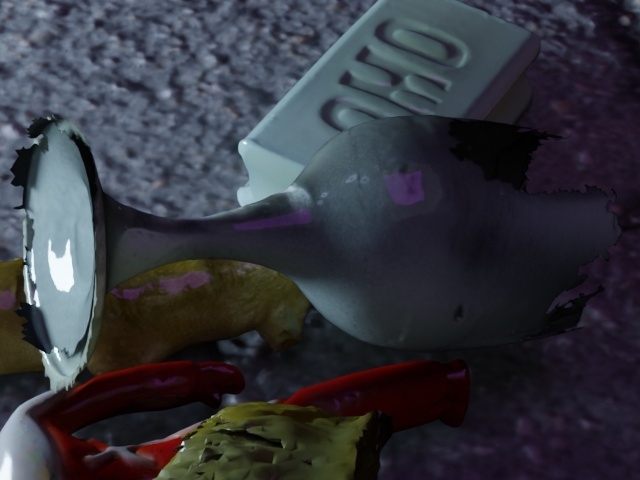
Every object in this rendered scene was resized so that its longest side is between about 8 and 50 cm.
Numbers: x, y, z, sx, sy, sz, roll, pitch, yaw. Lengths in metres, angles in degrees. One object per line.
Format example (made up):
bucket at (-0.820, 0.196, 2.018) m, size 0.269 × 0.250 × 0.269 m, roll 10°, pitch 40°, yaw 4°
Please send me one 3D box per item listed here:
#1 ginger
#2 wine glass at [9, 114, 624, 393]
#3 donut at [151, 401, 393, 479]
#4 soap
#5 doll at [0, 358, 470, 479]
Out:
ginger at (-0.127, 0.034, 0.960) m, size 0.299 × 0.065 × 0.118 m, roll -12°, pitch 62°, yaw -13°
wine glass at (0.000, 0.000, 0.892) m, size 0.321 × 0.143 × 0.143 m, roll -4°, pitch 46°, yaw -25°
donut at (-0.045, 0.187, 0.672) m, size 0.107 × 0.272 × 0.272 m, roll 14°, pitch 47°, yaw 6°
soap at (0.047, -0.078, 1.075) m, size 0.119 × 0.066 × 0.198 m, roll 24°, pitch 50°, yaw 21°
doll at (-0.092, 0.140, 0.850) m, size 0.384 × 0.099 × 0.188 m, roll 0°, pitch 45°, yaw -12°
